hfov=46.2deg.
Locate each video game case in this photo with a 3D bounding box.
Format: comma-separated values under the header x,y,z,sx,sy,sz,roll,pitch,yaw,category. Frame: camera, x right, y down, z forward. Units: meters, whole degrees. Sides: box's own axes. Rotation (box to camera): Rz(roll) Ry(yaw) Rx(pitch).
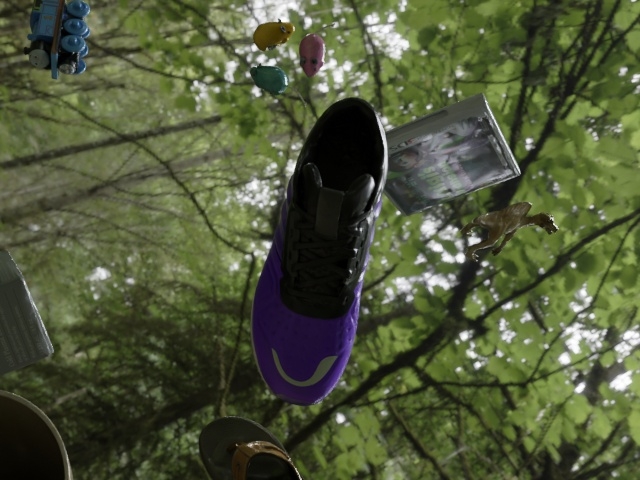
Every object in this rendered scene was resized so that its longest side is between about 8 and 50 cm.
x,y,z,sx,sy,sz,roll,pitch,yaw,category
0.154,-0.102,0.970,0.190,0.173,0.022,40,35,-56,video game case

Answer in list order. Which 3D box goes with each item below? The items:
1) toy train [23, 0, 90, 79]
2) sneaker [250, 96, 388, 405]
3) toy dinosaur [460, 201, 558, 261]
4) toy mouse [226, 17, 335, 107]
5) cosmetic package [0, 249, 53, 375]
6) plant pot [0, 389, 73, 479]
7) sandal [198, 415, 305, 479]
x,y,z,sx,sy,sz,roll,pitch,yaw,category
-0.481,-0.376,1.377,0.080,0.105,0.184,112,-23,-52,toy train
-0.001,0.000,0.684,0.146,0.102,0.294,108,-7,-75,sneaker
0.213,-0.020,0.917,0.092,0.183,0.053,-44,-121,39,toy dinosaur
-0.046,-0.257,1.072,0.031,0.160,0.143,54,19,-73,toy mouse
-0.473,0.119,0.920,0.107,0.237,0.127,33,-39,48,cosmetic package
-0.436,0.362,0.995,0.257,0.256,0.274,56,-20,22,plant pot
-0.062,0.265,0.815,0.219,0.090,0.060,49,-28,44,sandal
